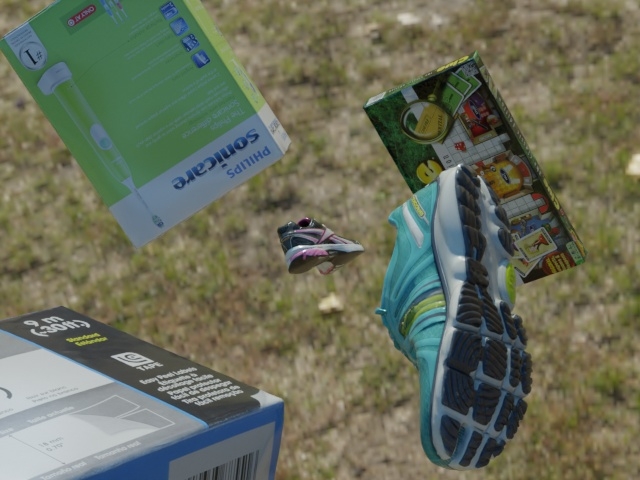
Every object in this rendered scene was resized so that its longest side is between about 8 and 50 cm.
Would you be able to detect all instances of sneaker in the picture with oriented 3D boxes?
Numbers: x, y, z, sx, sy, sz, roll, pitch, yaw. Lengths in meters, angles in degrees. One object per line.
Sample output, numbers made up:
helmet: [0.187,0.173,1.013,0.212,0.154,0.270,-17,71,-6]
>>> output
sneaker: [0.000,0.000,2.031,0.072,0.178,0.077,-32,73,22]
sneaker: [0.104,0.068,1.149,0.110,0.107,0.275,-27,45,34]

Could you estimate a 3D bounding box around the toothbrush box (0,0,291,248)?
toothbrush box: [-0.196,-0.168,1.601,0.206,0.283,0.122,-32,7,9]

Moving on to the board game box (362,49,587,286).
board game box: [0.165,-0.063,1.480,0.136,0.259,0.030,-22,21,29]

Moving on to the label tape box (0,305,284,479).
label tape box: [-0.231,0.127,0.961,0.334,0.105,0.241,19,19,32]
